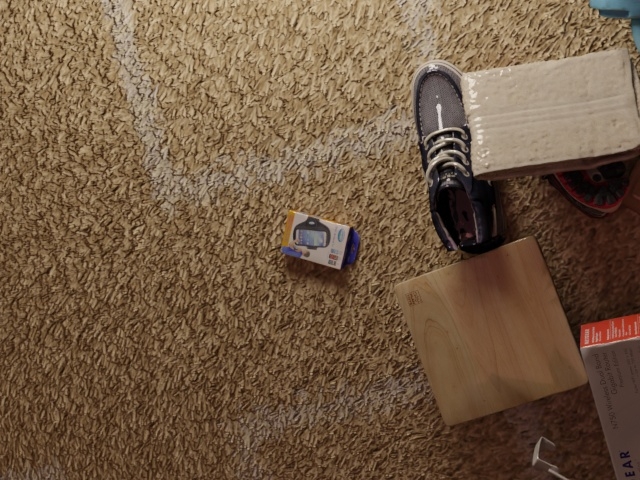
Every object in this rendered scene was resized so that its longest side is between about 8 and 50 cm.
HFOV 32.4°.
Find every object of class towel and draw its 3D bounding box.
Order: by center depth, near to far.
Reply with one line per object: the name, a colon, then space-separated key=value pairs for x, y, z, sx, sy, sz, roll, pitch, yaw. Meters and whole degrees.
towel: x=0.368 y=-0.199 z=1.732 sx=0.282 sy=0.049 sz=0.187 roll=-7 pitch=68 yaw=5

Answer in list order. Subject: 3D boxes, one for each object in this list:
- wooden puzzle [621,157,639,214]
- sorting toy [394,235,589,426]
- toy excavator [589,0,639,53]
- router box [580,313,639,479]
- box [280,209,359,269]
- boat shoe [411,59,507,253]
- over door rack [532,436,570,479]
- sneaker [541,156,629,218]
wooden puzzle: x=0.604 y=-0.091 z=1.709 sx=0.221 sy=0.044 sz=0.239 roll=32 pitch=137 yaw=13
sorting toy: x=0.293 y=0.150 z=1.866 sx=0.255 sy=0.089 sz=0.257 roll=-21 pitch=88 yaw=20
toy excavator: x=0.629 y=-0.293 z=1.665 sx=0.432 sy=0.222 sz=0.446 roll=1 pitch=110 yaw=18
router box: x=0.595 y=0.266 z=1.727 sx=0.301 sy=0.082 sz=0.336 roll=-14 pitch=109 yaw=19
box: x=0.000 y=0.000 z=1.985 sx=0.136 sy=0.028 sz=0.081 roll=16 pitch=100 yaw=19
boat shoe: x=0.222 y=-0.138 z=1.823 sx=0.127 sy=0.158 sz=0.341 roll=-19 pitch=90 yaw=20
over door rack: x=0.426 y=0.517 z=1.796 sx=0.324 sy=0.108 sz=0.240 roll=36 pitch=128 yaw=18
sneaker: x=0.376 y=-0.155 z=1.799 sx=0.120 sy=0.112 sz=0.299 roll=-32 pitch=71 yaw=-5
